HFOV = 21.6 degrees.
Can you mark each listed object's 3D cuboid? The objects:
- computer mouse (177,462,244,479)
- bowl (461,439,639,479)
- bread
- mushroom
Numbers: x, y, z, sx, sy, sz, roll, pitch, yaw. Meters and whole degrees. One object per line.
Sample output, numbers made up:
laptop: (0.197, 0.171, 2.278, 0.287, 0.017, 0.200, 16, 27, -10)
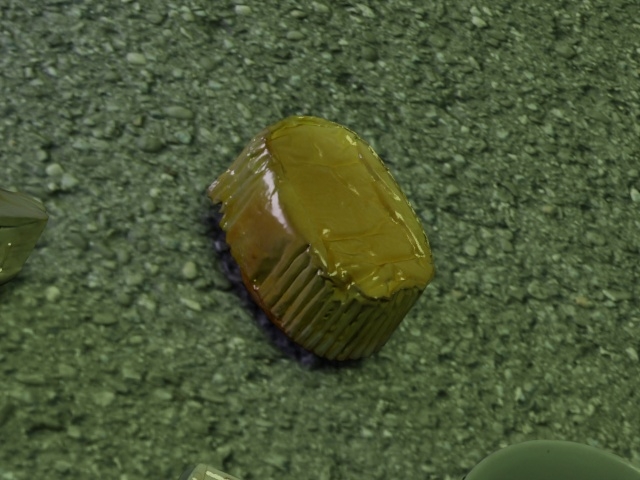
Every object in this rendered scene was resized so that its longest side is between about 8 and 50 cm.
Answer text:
computer mouse: (-0.046, 0.270, 1.513, 0.199, 0.045, 0.102, 24, 43, -12)
bowl: (0.226, 0.363, 1.514, 0.346, 0.157, 0.345, 18, 45, -19)
bread: (0.000, 0.000, 1.727, 0.179, 0.133, 0.250, -12, 60, -40)
mushroom: (-0.361, -0.005, 1.536, 0.247, 0.096, 0.108, 0, 77, -29)
